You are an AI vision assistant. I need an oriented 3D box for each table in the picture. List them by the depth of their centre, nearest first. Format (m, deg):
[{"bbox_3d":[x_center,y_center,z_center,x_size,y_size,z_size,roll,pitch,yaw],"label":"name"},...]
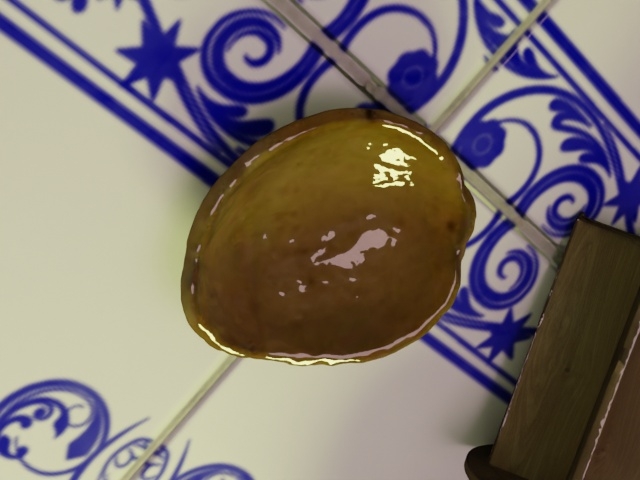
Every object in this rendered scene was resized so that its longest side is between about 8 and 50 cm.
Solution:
[{"bbox_3d":[0.228,0.105,0.994,0.167,0.167,0.227,10,104,-34],"label":"table"}]

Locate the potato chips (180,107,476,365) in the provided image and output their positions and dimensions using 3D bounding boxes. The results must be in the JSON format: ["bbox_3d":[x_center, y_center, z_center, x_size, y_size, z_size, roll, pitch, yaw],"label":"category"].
[{"bbox_3d":[0.001,-0.001,0.847,0.208,0.062,0.195,-35,124,-5],"label":"potato chips"}]
